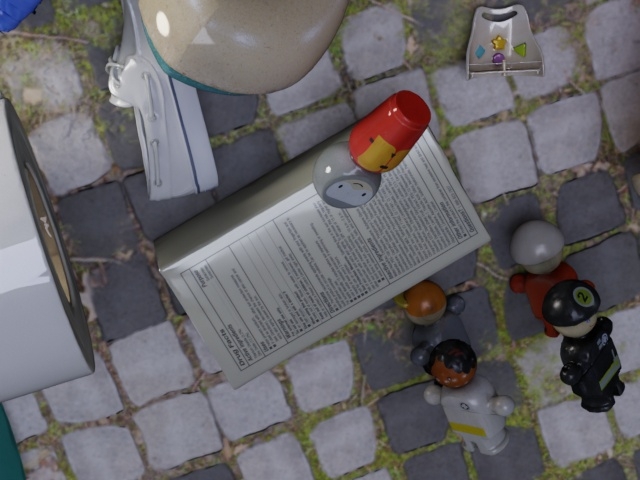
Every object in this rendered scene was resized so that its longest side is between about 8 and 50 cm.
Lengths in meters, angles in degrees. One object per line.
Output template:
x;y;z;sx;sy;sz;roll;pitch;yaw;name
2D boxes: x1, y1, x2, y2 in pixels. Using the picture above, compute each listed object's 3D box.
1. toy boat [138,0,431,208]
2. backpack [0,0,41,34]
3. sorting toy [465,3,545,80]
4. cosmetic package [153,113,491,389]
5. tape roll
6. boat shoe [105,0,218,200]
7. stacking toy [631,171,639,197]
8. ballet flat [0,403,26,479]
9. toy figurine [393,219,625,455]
-0.041;-0.174;1.856;0.318;0.267;0.148;46;132;1;toy boat
-0.314;-0.246;1.867;0.098;0.120;0.101;35;99;-18;backpack
0.187;-0.206;2.000;0.083;0.045;0.075;-3;101;-7;sorting toy
0.000;0.000;1.997;0.309;0.113;0.160;-29;109;2;cosmetic package
-0.306;0.008;1.864;0.100;0.286;0.286;-18;109;-2;tape roll
-0.172;-0.158;1.930;0.084;0.095;0.258;-18;108;-7;boat shoe
0.452;-0.275;1.918;0.350;0.350;0.480;-10;92;-5;stacking toy
-0.404;0.159;1.992;0.139;0.139;0.400;-15;105;-4;ballet flat
0.194;0.096;2.005;0.209;0.213;0.148;-22;121;3;toy figurine
